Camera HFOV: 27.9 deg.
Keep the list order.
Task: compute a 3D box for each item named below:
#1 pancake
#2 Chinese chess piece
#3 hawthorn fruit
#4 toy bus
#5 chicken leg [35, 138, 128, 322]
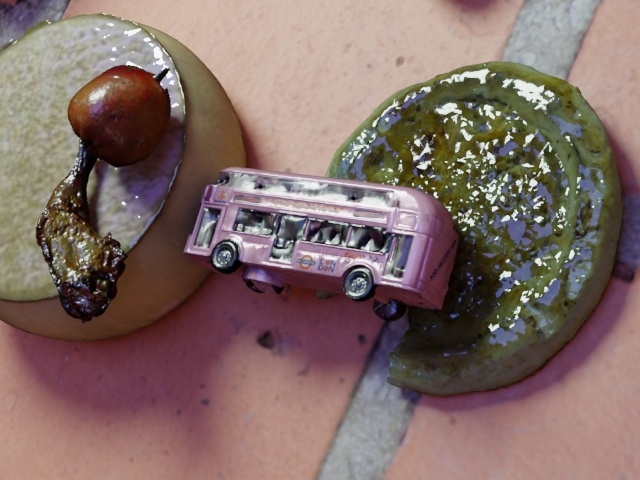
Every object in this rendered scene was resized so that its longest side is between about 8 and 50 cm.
[{"bbox_3d":[0.101,-0.017,0.928,0.254,0.037,0.253,-10,69,27],"label":"pancake"},{"bbox_3d":[-0.192,-0.052,1.055,0.270,0.112,0.270,-10,67,24],"label":"Chinese chess piece"},{"bbox_3d":[-0.146,-0.093,0.946,0.077,0.077,0.077,-10,67,25],"label":"hawthorn fruit"},{"bbox_3d":[0.000,0.000,0.926,0.203,0.063,0.090,8,75,32],"label":"toy bus"},{"bbox_3d":[-0.178,-0.009,0.949,0.062,0.037,0.145,-16,64,-5],"label":"chicken leg"}]
